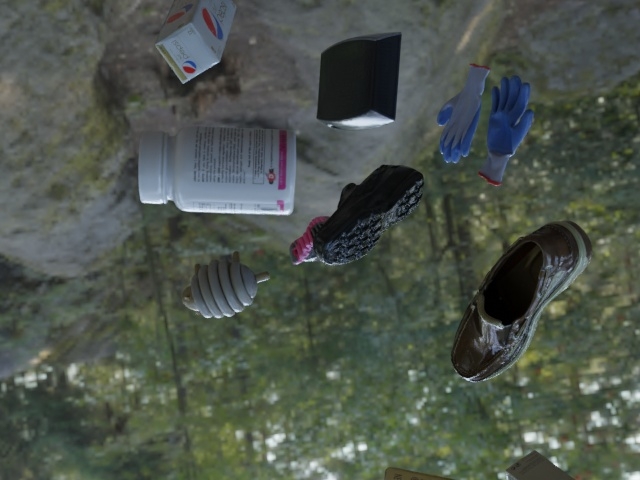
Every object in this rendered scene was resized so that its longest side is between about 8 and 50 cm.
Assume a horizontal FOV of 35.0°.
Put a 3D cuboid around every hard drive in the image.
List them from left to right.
[{"bbox_3d":[0.063,-0.289,1.848,0.054,0.172,0.254,4,-178,-25],"label":"hard drive"}]

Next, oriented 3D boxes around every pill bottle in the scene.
[{"bbox_3d":[-0.189,-0.131,1.884,0.282,0.161,0.160,2,173,-4],"label":"pill bottle"}]

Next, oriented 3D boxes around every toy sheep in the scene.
[{"bbox_3d":[-0.134,0.064,1.416,0.132,0.091,0.091,-21,172,11],"label":"toy sheep"}]

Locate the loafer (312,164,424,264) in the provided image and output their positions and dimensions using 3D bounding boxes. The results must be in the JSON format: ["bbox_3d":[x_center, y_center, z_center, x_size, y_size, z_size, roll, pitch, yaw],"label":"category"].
[{"bbox_3d":[0.054,-0.038,1.348,0.078,0.076,0.223,24,-139,28],"label":"loafer"}]

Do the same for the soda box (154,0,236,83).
[{"bbox_3d":[-0.184,-0.323,1.519,0.069,0.074,0.216,-27,-151,19],"label":"soda box"}]

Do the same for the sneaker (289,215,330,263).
[{"bbox_3d":[0.000,0.000,1.656,0.057,0.047,0.119,10,145,-35],"label":"sneaker"}]

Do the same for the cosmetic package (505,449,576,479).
[{"bbox_3d":[0.234,0.260,0.980,0.041,0.060,0.115,-29,-152,-17],"label":"cosmetic package"}]

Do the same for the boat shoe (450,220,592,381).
[{"bbox_3d":[0.216,0.077,1.220,0.095,0.095,0.258,-11,139,-43],"label":"boat shoe"}]

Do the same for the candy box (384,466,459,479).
[{"bbox_3d":[0.190,0.313,0.832,0.316,0.183,0.088,9,139,8],"label":"candy box"}]

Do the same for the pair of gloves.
[{"bbox_3d":[0.237,-0.177,1.495,0.023,0.159,0.198,7,-163,-32],"label":"pair of gloves"}]
